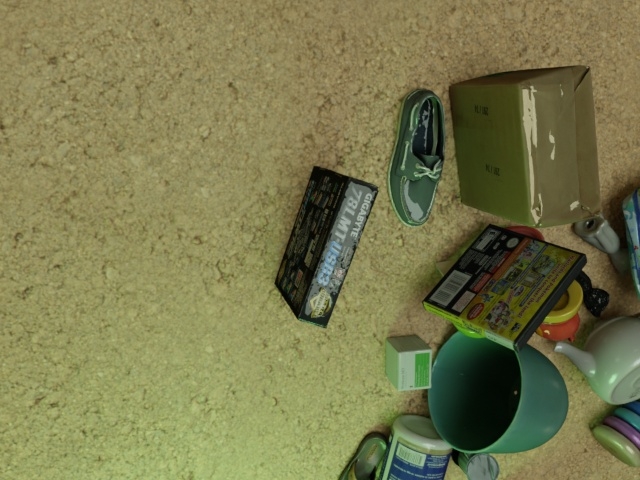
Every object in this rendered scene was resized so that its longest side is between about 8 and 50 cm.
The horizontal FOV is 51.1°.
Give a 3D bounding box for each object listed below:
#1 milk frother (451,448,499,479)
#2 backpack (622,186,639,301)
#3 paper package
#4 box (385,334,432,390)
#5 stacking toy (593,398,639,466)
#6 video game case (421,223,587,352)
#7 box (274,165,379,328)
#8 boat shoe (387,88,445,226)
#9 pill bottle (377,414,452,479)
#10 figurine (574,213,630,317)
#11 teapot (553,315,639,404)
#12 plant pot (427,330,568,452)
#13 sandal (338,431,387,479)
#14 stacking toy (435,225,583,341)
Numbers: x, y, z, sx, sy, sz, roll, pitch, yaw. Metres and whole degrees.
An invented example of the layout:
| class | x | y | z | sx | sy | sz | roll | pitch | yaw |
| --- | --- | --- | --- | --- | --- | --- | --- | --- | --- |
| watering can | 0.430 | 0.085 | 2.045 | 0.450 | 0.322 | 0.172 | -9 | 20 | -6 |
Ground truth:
| class | x | y | z | sx | sy | sz | roll | pitch | yaw |
| --- | --- | --- | --- | --- | --- | --- | --- | --- | --- |
| milk frother | 0.348 | 0.559 | 1.668 | 0.129 | 0.135 | 0.143 | 39 | 88 | -3 |
| backpack | 0.875 | 0.017 | 1.625 | 0.290 | 0.274 | 0.355 | -22 | 116 | -41 |
| paper package | 0.434 | -0.209 | 1.447 | 0.168 | 0.325 | 0.309 | -12 | 103 | -11 |
| box | 0.210 | 0.292 | 1.603 | 0.087 | 0.102 | 0.101 | -3 | 102 | -11 |
| stacking toy | 0.889 | 0.440 | 1.793 | 0.330 | 0.141 | 0.141 | -45 | 107 | -9 |
| video game case | 0.403 | 0.094 | 1.477 | 0.275 | 0.248 | 0.035 | -45 | 132 | -21 |
| box | 0.000 | 0.000 | 1.397 | 0.074 | 0.293 | 0.295 | 18 | 95 | -15 |
| boat shoe | 0.225 | -0.182 | 1.518 | 0.116 | 0.099 | 0.319 | 0 | 100 | -14 |
| pill bottle | 0.221 | 0.576 | 1.632 | 0.153 | 0.153 | 0.264 | 12 | 99 | -16 |
| figurine | 0.700 | 0.063 | 1.692 | 0.209 | 0.092 | 0.214 | 38 | 85 | -25 |
| teapot | 0.772 | 0.278 | 1.704 | 0.252 | 0.187 | 0.256 | -44 | 135 | 18 |
| plant pot | 0.441 | 0.368 | 1.588 | 0.235 | 0.293 | 0.292 | 20 | 95 | -30 |
| sandal | 0.108 | 0.583 | 1.654 | 0.090 | 0.060 | 0.219 | 28 | 93 | -17 |
| stacking toy | 0.434 | 0.127 | 1.552 | 0.280 | 0.308 | 0.130 | -21 | 129 | 9 |
